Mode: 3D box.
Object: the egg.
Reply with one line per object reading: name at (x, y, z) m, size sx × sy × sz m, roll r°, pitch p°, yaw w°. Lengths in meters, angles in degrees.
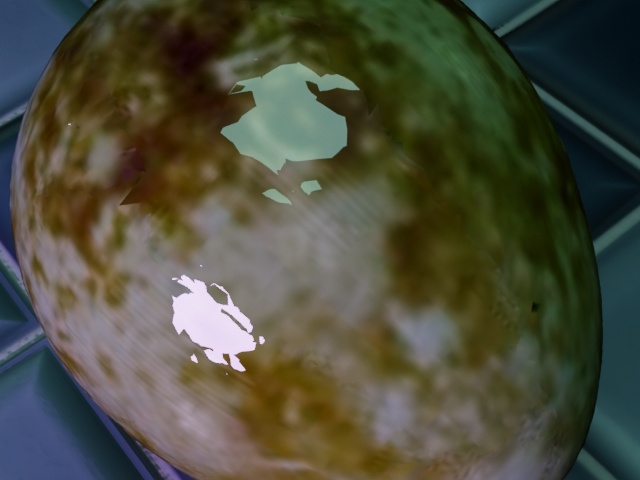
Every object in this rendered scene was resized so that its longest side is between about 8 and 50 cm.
egg at (0.000, 0.000, 0.442) m, size 0.289 × 0.238 × 0.238 m, roll 42°, pitch 67°, yaw 14°
